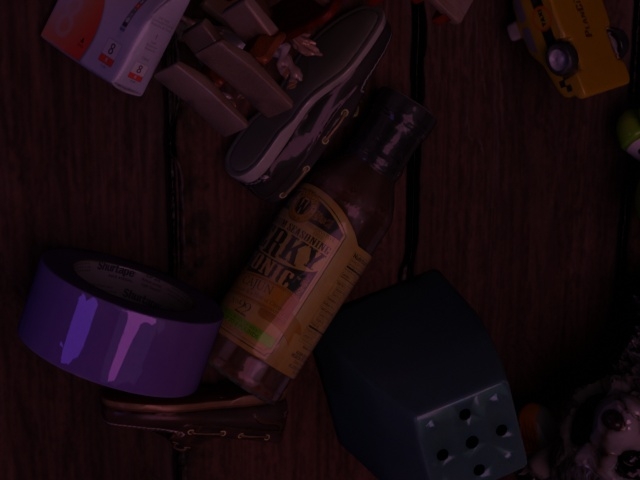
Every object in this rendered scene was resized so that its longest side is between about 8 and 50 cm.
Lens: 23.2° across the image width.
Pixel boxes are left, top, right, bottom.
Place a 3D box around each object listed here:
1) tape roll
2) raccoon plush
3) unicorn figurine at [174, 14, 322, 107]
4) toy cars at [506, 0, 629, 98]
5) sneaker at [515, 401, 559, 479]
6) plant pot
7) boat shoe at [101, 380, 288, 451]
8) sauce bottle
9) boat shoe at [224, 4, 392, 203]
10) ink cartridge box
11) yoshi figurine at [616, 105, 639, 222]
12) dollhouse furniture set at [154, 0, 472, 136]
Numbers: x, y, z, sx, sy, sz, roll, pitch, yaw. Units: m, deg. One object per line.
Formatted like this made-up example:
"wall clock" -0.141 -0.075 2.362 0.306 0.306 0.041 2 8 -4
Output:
"tape roll" -0.196 0.079 1.530 0.189 0.189 0.080 16 100 -23
"raccoon plush" 0.433 0.245 1.752 0.446 0.216 0.299 38 90 -38
"unicorn figurine" -0.088 -0.191 1.548 0.162 0.060 0.111 -18 74 -34
"toy cars" 0.169 -0.290 1.593 0.394 0.087 0.176 37 57 -24
"sneaker" 0.305 0.273 1.833 0.121 0.099 0.262 -37 122 -14
"plant pot" 0.114 0.164 1.642 0.165 0.234 0.165 -21 112 -12
"boat shoe" -0.131 0.190 1.653 0.207 0.073 0.073 1 105 -20
"sauce bottle" 0.000 0.000 1.616 0.111 0.111 0.344 33 86 -25
"boat shoe" -0.002 -0.139 1.592 0.228 0.081 0.069 -49 129 0
"ink cartridge box" -0.177 -0.241 1.455 0.045 0.145 0.179 17 102 -44
"yoshi figurine" 0.471 -0.018 1.737 0.362 0.203 0.203 30 102 -22
"dollhouse furniture set" 0.011 -0.226 1.425 0.135 0.259 0.262 42 58 -22
